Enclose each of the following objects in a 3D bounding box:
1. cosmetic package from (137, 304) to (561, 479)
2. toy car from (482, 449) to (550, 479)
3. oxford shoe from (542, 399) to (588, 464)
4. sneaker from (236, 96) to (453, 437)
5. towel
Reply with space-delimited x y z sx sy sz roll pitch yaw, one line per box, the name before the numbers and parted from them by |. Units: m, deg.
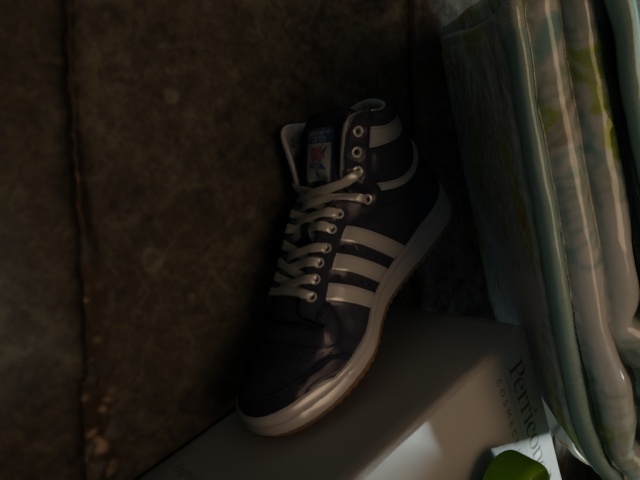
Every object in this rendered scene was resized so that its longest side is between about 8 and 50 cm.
cosmetic package | -0.016 0.255 0.429 0.453 0.161 0.230 -31 109 -34
toy car | 0.153 0.263 0.375 0.148 0.155 0.189 -20 116 -37
oxford shoe | 0.362 0.069 0.567 0.169 0.130 0.450 13 127 -15
sneaker | 0.000 0.000 0.471 0.282 0.099 0.153 -51 125 -33
towel | 0.191 -0.029 0.509 0.090 0.320 0.375 -12 102 8
